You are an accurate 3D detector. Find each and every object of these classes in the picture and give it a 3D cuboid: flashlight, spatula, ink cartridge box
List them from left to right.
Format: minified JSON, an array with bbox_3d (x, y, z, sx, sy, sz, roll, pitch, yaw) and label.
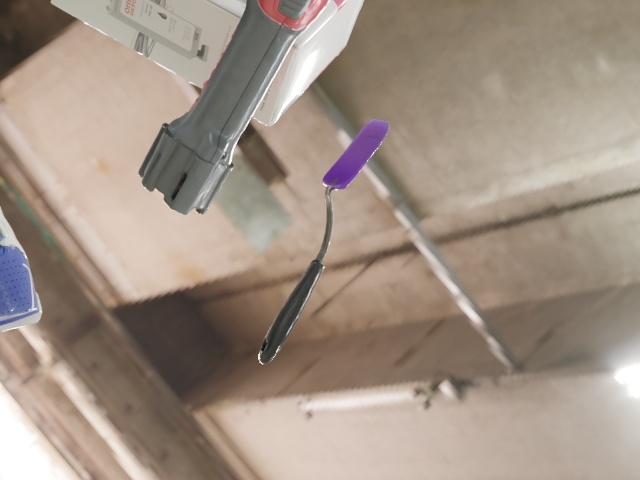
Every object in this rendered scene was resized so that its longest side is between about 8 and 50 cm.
[{"bbox_3d":[-0.115,-0.277,1.554,0.283,0.207,0.117,30,-47,7],"label":"ink cartridge box"},{"bbox_3d":[-0.075,-0.176,1.390,0.103,0.304,0.103,36,14,20],"label":"flashlight"},{"bbox_3d":[0.000,0.000,1.566,0.030,0.296,0.084,23,-1,-20],"label":"spatula"}]

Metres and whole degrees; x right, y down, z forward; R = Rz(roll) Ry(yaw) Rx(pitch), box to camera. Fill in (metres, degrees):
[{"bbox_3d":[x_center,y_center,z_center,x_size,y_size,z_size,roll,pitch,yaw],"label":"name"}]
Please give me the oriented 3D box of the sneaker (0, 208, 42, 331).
[{"bbox_3d":[-0.386,-0.063,1.447,0.315,0.127,0.182,63,-26,20],"label":"sneaker"}]
